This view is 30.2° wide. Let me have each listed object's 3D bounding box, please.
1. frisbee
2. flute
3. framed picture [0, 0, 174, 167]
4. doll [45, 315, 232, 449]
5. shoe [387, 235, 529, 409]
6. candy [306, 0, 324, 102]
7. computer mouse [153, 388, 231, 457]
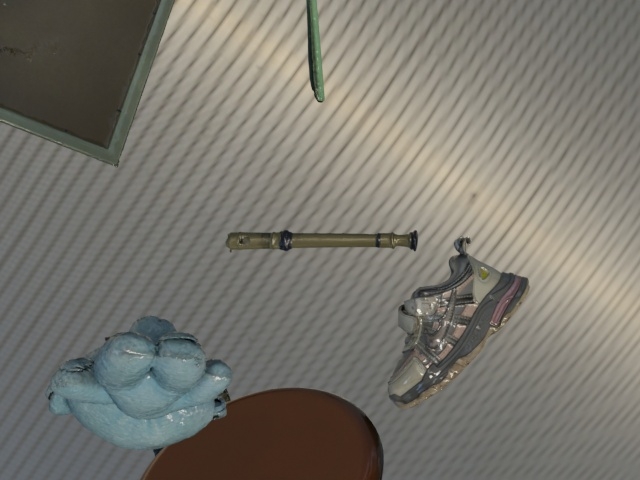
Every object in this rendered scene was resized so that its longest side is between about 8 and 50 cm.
[{"bbox_3d":[-0.063,0.222,1.071,0.251,0.251,0.021,-30,124,-7],"label":"frisbee"},{"bbox_3d":[0.000,0.000,1.409,0.233,0.027,0.027,0,115,14],"label":"flute"},{"bbox_3d":[-0.309,-0.246,1.414,0.231,0.018,0.293,22,60,-14],"label":"framed picture"},{"bbox_3d":[-0.107,0.075,0.727,0.120,0.075,0.180,9,152,-8],"label":"doll"},{"bbox_3d":[0.119,0.080,1.164,0.092,0.089,0.180,44,84,5],"label":"shoe"},{"bbox_3d":[-0.010,-0.351,1.648,0.097,0.097,0.323,-2,88,-20],"label":"candy"},{"bbox_3d":[-0.198,0.282,1.746,0.146,0.077,0.242,-14,122,1],"label":"computer mouse"}]
